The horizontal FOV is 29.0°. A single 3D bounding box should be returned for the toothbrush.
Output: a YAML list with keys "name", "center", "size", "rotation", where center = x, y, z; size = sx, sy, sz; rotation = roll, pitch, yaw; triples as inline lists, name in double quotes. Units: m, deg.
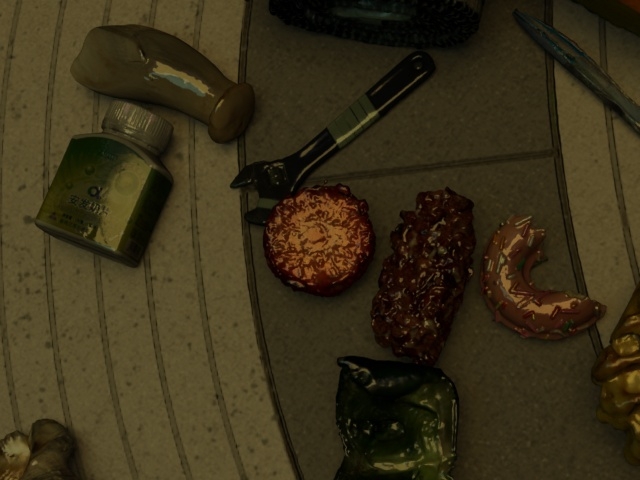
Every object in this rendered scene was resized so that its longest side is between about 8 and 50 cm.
- name: "toothbrush"
  center: [0.384, -0.153, 1.512]
  size: [0.035, 0.042, 0.413]
  rotation: [-30, 68, -37]

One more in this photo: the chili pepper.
- name: "chili pepper"
  center: [0.085, 0.271, 1.432]
  size: [0.148, 0.116, 0.264]
  rotation: [1, 77, -2]

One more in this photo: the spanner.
- name: "spanner"
  center: [0.016, -0.138, 1.581]
  size: [0.316, 0.024, 0.087]
  rotation: [-41, 68, -1]

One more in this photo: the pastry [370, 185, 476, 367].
- name: "pastry"
  center: [0.127, 0.043, 1.475]
  size: [0.115, 0.097, 0.208]
  rotation: [10, 74, 25]

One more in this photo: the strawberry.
- name: "strawberry"
  center: [0.000, 0.000, 1.515]
  size: [0.145, 0.086, 0.145]
  rotation: [-3, 77, 11]

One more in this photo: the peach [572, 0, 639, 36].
- name: "peach"
  center: [0.370, -0.422, 1.476]
  size: [0.380, 0.242, 0.306]
  rotation: [39, 90, 17]

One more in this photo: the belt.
- name: "belt"
  center: [0.068, -0.345, 1.530]
  size: [0.295, 0.207, 0.160]
  rotation: [8, 82, 28]

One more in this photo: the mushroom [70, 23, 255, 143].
- name: "mushroom"
  center: [-0.201, -0.214, 1.602]
  size: [0.247, 0.096, 0.108]
  rotation: [24, 53, 11]

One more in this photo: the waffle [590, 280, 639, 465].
- name: "waffle"
  center: [0.462, 0.126, 1.375]
  size: [0.261, 0.151, 0.324]
  rotation: [32, 82, 12]

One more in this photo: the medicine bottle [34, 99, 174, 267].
- name: "medicine bottle"
  center: [-0.263, -0.076, 1.580]
  size: [0.132, 0.088, 0.188]
  rotation: [20, 81, 14]

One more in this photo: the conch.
- name: "conch"
  center: [-0.353, 0.315, 1.472]
  size: [0.178, 0.163, 0.245]
  rotation: [2, 46, -5]

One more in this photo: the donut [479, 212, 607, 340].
- name: "donut"
  center: [0.247, 0.055, 1.470]
  size: [0.117, 0.065, 0.166]
  rotation: [-42, 72, -2]
